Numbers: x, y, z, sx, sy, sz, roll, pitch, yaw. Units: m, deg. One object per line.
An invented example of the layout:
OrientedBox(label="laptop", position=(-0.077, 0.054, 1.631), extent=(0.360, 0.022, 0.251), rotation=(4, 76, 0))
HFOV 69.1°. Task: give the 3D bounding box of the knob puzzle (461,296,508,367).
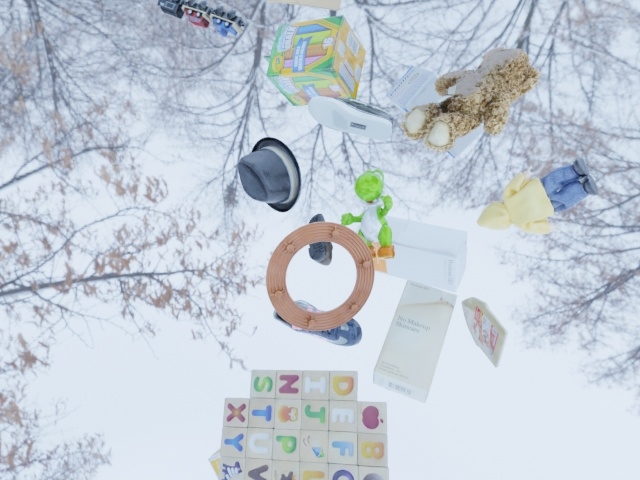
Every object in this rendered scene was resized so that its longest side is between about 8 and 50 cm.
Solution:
OrientedBox(label="knob puzzle", position=(0.474, 0.243, 1.349), extent=(0.030, 0.213, 0.213), rotation=(-18, -130, -10))

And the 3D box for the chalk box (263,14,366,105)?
OrientedBox(label="chalk box", position=(-0.039, -0.530, 1.407), extent=(0.289, 0.180, 0.179), rotation=(5, -103, 30))

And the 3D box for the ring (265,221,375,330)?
OrientedBox(label="ring", position=(0.007, 0.111, 1.375), extent=(0.337, 0.336, 0.032), rotation=(0, -169, -15))

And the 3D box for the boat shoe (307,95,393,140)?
OrientedBox(label="boat shoe", position=(0.076, -0.314, 1.162), extent=(0.220, 0.077, 0.070), rotation=(18, -128, -8))

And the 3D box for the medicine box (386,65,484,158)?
OrientedBox(label="medicine box", position=(0.396, -0.455, 1.628), extent=(0.263, 0.149, 0.289), rotation=(38, -164, -19))

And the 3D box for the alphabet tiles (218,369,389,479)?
OrientedBox(label="alphabet tiles", position=(-0.038, 0.400, 0.908), extent=(0.343, 0.011, 0.285), rotation=(-4, -110, 15))

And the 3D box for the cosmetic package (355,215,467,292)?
OrientedBox(label="cosmetic package", position=(0.392, 0.046, 2.032), extent=(0.454, 0.230, 0.161), rotation=(13, -131, 26))

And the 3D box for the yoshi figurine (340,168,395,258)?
OrientedBox(label="yoshi figurine", position=(0.191, -0.107, 1.786), extent=(0.204, 0.203, 0.361), rotation=(0, -97, -14))

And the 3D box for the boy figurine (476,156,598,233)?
OrientedBox(label="boy figurine", position=(0.540, -0.091, 1.179), extent=(0.092, 0.285, 0.177), rotation=(-25, -96, -53))

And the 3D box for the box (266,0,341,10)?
OrientedBox(label="box", position=(-0.036, -0.688, 1.187), extent=(0.201, 0.164, 0.021), rotation=(-1, -154, -17))

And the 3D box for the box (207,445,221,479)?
OrientedBox(label="box", position=(-0.154, 0.500, 1.103), extent=(0.114, 0.103, 0.203), rotation=(61, -162, 6))

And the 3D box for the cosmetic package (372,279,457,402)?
OrientedBox(label="cosmetic package", position=(0.275, 0.285, 1.345), extent=(0.160, 0.113, 0.309), rotation=(16, -121, 16))

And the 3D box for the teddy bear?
OrientedBox(label="teddy bear", position=(0.357, -0.325, 1.119), extent=(0.245, 0.113, 0.338), rotation=(20, -119, 44))

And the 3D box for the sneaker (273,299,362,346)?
OrientedBox(label="sneaker", position=(-0.019, 0.278, 1.512), extent=(0.319, 0.112, 0.131), rotation=(10, -173, 39))

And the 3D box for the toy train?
OrientedBox(label="toy train", position=(-0.178, -0.332, 0.684), extent=(0.158, 0.036, 0.027), rotation=(25, -176, 19))

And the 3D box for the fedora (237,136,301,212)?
OrientedBox(label="fedora", position=(-0.232, -0.264, 1.920), extent=(0.153, 0.334, 0.334), rotation=(-19, -129, -44))

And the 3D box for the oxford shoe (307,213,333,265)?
OrientedBox(label="oxford shoe", position=(0.000, 0.000, 1.710), extent=(0.096, 0.083, 0.227), rotation=(41, -144, -42))
